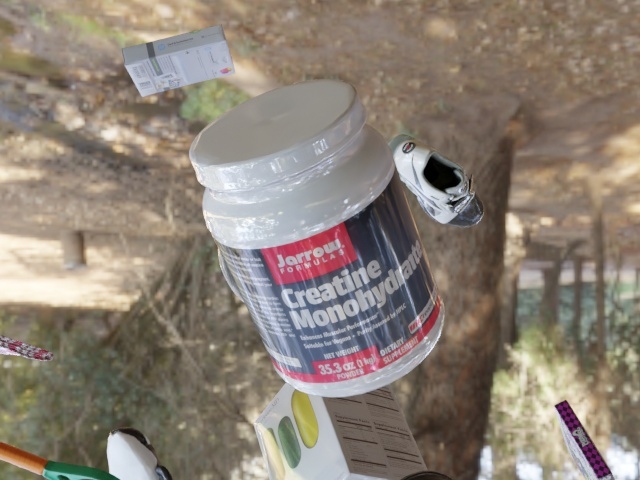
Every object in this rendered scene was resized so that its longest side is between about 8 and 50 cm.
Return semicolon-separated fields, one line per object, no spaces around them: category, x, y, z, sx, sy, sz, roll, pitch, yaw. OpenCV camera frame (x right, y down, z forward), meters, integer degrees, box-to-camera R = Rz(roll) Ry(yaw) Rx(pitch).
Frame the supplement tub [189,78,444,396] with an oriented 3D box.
supplement tub;0.000;0.000;0.907;0.191;0.272;0.191;-17;-152;10

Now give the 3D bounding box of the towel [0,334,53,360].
towel;-0.576;0.173;1.569;0.144;0.029;0.197;2;161;42

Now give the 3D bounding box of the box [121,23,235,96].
box;-0.259;-0.331;1.696;0.186;0.038;0.145;-13;166;-1

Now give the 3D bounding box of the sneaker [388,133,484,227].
sneaker;0.295;-0.116;2.122;0.330;0.122;0.146;34;174;-37

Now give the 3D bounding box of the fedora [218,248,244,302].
fedora;-0.086;0.001;1.479;0.124;0.275;0.243;-4;165;-34

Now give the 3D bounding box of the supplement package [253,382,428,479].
supplement package;0.035;0.387;1.655;0.198;0.263;0.199;19;121;-33

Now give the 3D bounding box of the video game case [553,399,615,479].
video game case;0.639;0.526;2.179;0.041;0.210;0.232;-25;-140;3

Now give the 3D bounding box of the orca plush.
orca plush;-0.272;0.449;1.606;0.151;0.287;0.102;-42;170;27

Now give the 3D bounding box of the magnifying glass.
magnifying glass;-0.407;0.365;1.432;0.231;0.026;0.092;24;136;-4

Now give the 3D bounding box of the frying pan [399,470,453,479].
frying pan;0.130;0.470;1.209;0.197;0.326;0.053;8;176;-35
